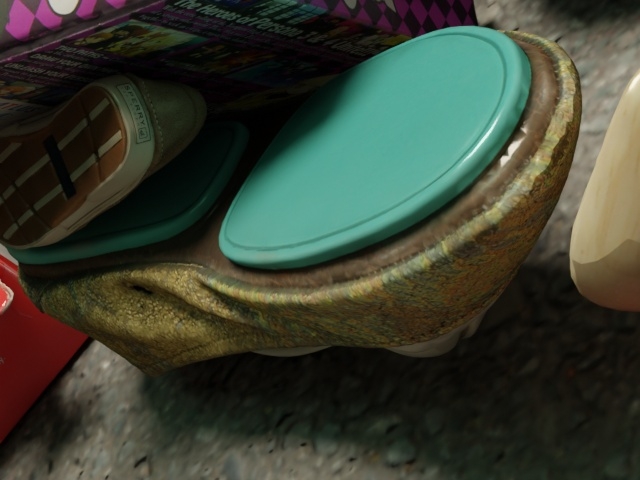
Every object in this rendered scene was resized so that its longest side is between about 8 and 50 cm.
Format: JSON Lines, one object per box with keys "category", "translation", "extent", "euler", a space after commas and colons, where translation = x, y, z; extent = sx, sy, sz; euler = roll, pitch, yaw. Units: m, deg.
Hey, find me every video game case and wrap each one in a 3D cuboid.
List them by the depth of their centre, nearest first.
{"category": "video game case", "translation": [-0.072, -0.077, 0.701], "extent": [0.210, 0.232, 0.042], "euler": [-14, 82, 27]}

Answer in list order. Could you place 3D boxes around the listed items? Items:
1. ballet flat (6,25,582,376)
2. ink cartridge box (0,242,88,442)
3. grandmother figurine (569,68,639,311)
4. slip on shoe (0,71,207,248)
{"category": "ballet flat", "translation": [0.000, 0.000, 0.648], "extent": [0.348, 0.123, 0.123], "euler": [-8, 51, 54]}
{"category": "ink cartridge box", "translation": [-0.206, 0.053, 0.871], "extent": [0.134, 0.078, 0.231], "euler": [-51, 34, -1]}
{"category": "grandmother figurine", "translation": [0.224, 0.036, 0.352], "extent": [0.208, 0.104, 0.342], "euler": [-29, 38, -23]}
{"category": "slip on shoe", "translation": [-0.094, -0.033, 0.666], "extent": [0.041, 0.051, 0.135], "euler": [-19, -6, -39]}
